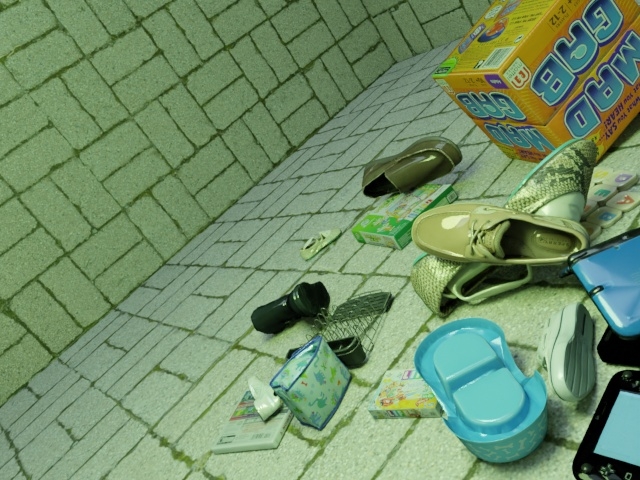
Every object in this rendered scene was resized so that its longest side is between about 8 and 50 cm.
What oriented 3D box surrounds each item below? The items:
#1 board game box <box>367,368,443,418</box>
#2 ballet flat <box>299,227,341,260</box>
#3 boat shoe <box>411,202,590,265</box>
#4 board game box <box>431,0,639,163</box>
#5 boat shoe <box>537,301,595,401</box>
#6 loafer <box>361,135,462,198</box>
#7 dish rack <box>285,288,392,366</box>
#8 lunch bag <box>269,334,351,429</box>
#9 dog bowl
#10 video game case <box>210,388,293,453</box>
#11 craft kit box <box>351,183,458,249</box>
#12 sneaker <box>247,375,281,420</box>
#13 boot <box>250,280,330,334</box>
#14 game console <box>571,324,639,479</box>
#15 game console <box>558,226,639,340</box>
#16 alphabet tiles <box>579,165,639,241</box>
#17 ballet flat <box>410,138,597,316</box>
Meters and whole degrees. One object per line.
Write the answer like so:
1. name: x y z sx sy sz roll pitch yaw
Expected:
1. board game box: 0.174 0.290 1.163 0.154 0.026 0.103 -16 27 41
2. ballet flat: 0.000 0.000 2.049 0.168 0.052 0.057 -40 21 -16
3. boat shoe: 0.336 -0.013 1.177 0.341 0.121 0.110 2 3 23
4. board game box: 0.589 -0.442 1.579 0.356 0.356 0.356 -50 20 1
5. boat shoe: 0.396 0.189 0.996 0.076 0.083 0.226 -34 5 38
6. loafer: 0.269 -0.199 1.856 0.366 0.134 0.130 -20 35 47
7. dish rack: 0.056 0.205 1.472 0.208 0.074 0.271 -18 26 37
8. lunch bag: -0.013 0.297 1.291 0.151 0.129 0.096 -47 24 -28
9. dog bowl: 0.267 0.244 1.015 0.166 0.074 0.297 -28 26 2
10. video game case: -0.139 0.405 1.401 0.201 0.023 0.183 -20 25 37
11. craft kit box: 0.249 -0.079 1.843 0.250 0.061 0.247 -41 18 -18
12. sneaker: -0.126 0.354 1.398 0.061 0.053 0.152 -28 25 -8
13. boot: -0.096 0.191 1.638 0.207 0.094 0.246 -29 -4 13
14. game console: 0.479 0.206 0.856 0.213 0.044 0.361 -7 34 52
15. game console: 0.575 0.046 1.003 0.293 0.173 0.250 -26 45 10
16. alphabet tiles: 0.569 -0.076 1.384 0.284 0.021 0.278 -36 20 -5
17. ballet flat: 0.410 0.001 1.277 0.483 0.164 0.182 -39 48 17
